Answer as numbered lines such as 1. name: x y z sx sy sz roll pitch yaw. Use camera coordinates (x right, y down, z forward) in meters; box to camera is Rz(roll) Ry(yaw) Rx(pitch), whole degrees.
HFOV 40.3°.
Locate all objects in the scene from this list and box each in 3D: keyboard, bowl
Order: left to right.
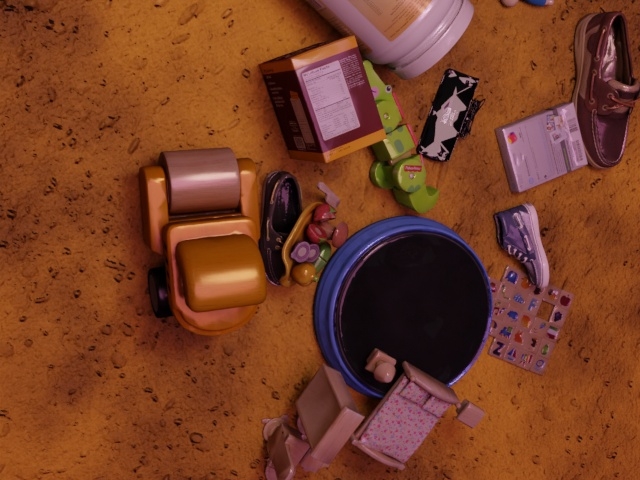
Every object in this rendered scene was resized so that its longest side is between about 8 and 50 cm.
1. bowl: 0.180 0.146 1.794 0.391 0.077 0.391 -3 99 -20
2. keyboard: 0.273 -0.253 1.814 0.100 0.038 0.192 21 90 1

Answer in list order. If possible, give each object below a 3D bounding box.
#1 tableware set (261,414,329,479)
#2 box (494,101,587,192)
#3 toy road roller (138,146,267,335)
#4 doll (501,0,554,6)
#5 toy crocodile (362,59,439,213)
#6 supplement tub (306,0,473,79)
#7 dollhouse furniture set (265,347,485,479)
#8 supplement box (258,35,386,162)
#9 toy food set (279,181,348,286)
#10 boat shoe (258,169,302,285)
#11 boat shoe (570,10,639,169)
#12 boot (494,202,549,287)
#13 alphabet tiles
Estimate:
1. tableware set: -0.050 0.416 1.776 0.141 0.020 0.169 -8 101 -18
2. box: 0.480 -0.202 1.890 0.186 0.038 0.145 -23 104 -18
3. toy road roller: -0.193 0.004 1.547 0.202 0.240 0.330 -7 99 -21
4. doll: 0.455 -0.550 1.831 0.189 0.046 0.129 -39 107 -13
5. toy crocodile: 0.139 -0.201 1.719 0.105 0.115 0.341 -33 109 -20
6. supplement tub: 0.108 -0.472 1.609 0.316 0.228 0.228 40 82 -21
7. dollhouse furniture set: 0.125 0.407 1.703 0.355 0.174 0.303 31 102 -22
8. supplement box: 0.001 -0.260 1.615 0.129 0.191 0.194 -23 105 -17
9. toy food set: 0.000 0.000 1.663 0.218 0.071 0.128 -62 154 -14
10. boat shoe: -0.075 -0.020 1.682 0.081 0.068 0.228 -4 98 -21
11. boat shoe: 0.627 -0.323 1.884 0.123 0.123 0.342 -6 99 -20
12. boot: 0.433 0.019 1.892 0.086 0.069 0.190 -15 94 -12
13. alphabet tiles: 0.440 0.173 1.940 0.237 0.009 0.198 23 89 -22
